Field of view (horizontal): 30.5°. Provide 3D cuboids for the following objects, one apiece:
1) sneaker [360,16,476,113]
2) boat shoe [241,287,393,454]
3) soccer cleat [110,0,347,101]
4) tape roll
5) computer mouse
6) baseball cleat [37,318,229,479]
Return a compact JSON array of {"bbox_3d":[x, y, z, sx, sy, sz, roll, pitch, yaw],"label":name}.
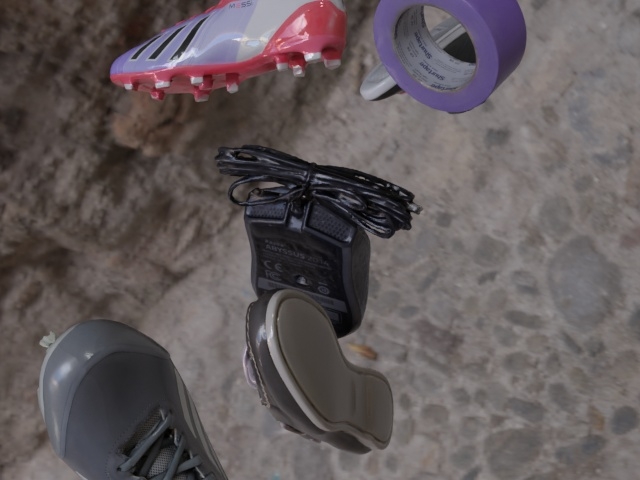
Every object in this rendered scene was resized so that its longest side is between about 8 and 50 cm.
[{"bbox_3d":[0.191,-0.257,1.916,0.104,0.296,0.147,-2,118,50],"label":"sneaker"},{"bbox_3d":[-0.019,0.137,1.107,0.095,0.335,0.112,-6,66,19],"label":"boat shoe"},{"bbox_3d":[-0.088,-0.191,1.101,0.248,0.083,0.095,-6,82,27],"label":"soccer cleat"},{"bbox_3d":[0.168,-0.269,1.540,0.189,0.189,0.080,15,44,35],"label":"tape roll"},{"bbox_3d":[0.000,0.000,1.130,0.188,0.272,0.072,18,56,10],"label":"computer mouse"},{"bbox_3d":[-0.058,0.120,0.558,0.109,0.206,0.072,24,60,36],"label":"baseball cleat"}]
